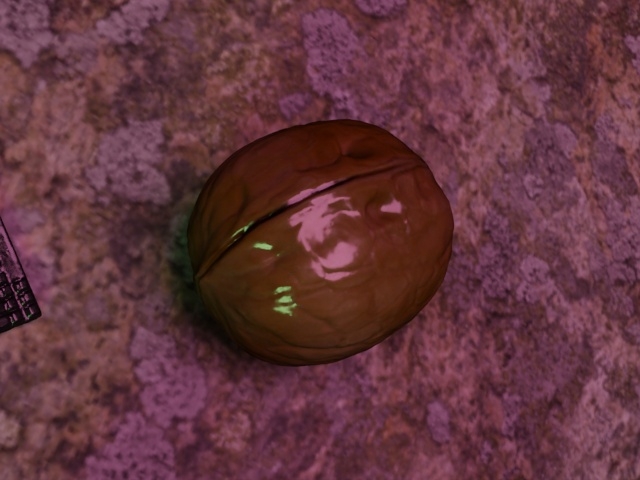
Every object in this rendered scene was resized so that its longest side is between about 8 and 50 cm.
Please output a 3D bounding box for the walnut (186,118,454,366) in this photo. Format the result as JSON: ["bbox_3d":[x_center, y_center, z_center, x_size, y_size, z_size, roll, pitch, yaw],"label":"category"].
[{"bbox_3d":[0.000,0.000,0.791,0.207,0.167,0.167,-19,89,-38],"label":"walnut"}]

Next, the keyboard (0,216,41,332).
[{"bbox_3d":[-0.244,-0.034,0.720,0.061,0.013,0.204,-23,91,-36],"label":"keyboard"}]
